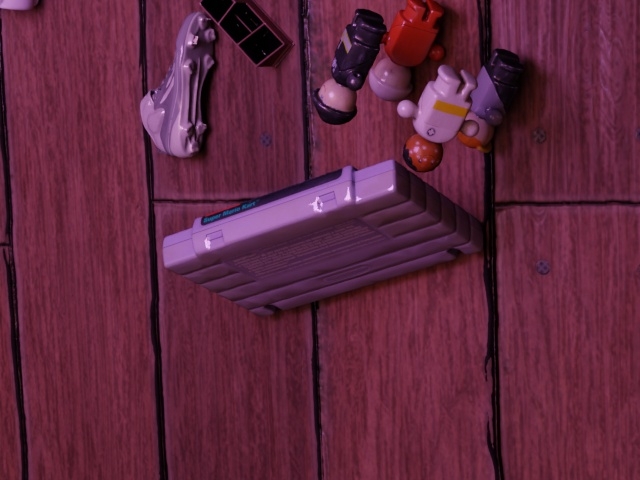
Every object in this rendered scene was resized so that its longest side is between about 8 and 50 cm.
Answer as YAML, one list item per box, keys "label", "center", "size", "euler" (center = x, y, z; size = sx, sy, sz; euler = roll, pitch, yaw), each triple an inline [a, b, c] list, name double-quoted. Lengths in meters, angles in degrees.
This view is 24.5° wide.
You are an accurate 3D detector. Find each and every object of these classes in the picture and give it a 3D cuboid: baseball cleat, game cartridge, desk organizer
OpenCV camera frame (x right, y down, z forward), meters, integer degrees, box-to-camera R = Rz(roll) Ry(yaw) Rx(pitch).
- label: "baseball cleat"
  center: [-0.206, -0.220, 2.066]
  size: [0.109, 0.072, 0.205]
  euler: [12, 99, 34]
- label: "game cartridge"
  center: [0.000, 0.000, 1.893]
  size: [0.355, 0.230, 0.068]
  euler: [-18, 56, 29]
- label: "desk organizer"
  center: [-0.102, -0.295, 2.009]
  size: [0.130, 0.050, 0.047]
  euler: [48, 116, 15]

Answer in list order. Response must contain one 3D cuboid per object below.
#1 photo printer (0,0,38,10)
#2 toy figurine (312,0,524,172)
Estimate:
- label: "photo printer"
  center: [-0.514, -0.511, 2.176]
  size: [0.256, 0.107, 0.307]
  euler: [15, 103, 27]
- label: "toy figurine"
  center: [0.120, -0.186, 1.812]
  size: [0.209, 0.213, 0.148]
  euler: [36, 122, 18]
